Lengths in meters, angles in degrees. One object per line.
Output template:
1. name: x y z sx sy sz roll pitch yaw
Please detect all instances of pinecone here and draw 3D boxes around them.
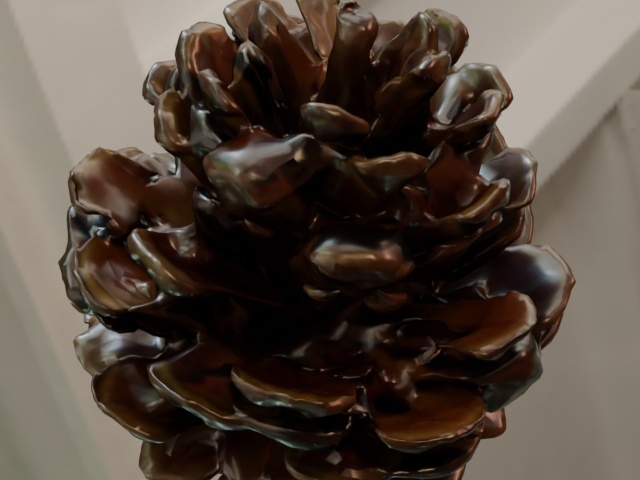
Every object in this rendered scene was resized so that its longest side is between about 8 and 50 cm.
1. pinecone: 0.000 0.000 0.460 0.174 0.174 0.173 -12 -74 -49
